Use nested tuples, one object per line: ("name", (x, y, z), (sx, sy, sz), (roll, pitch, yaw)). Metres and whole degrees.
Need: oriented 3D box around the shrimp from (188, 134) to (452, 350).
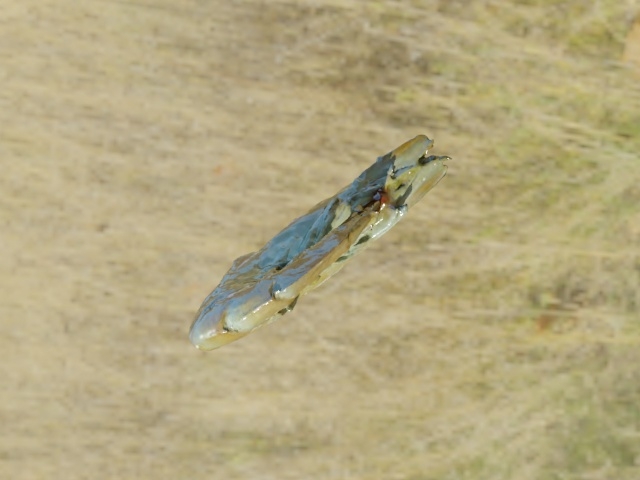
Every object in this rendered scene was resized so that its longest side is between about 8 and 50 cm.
("shrimp", (0.000, 0.000, 0.807), (0.041, 0.180, 0.099), (52, 163, -1))
